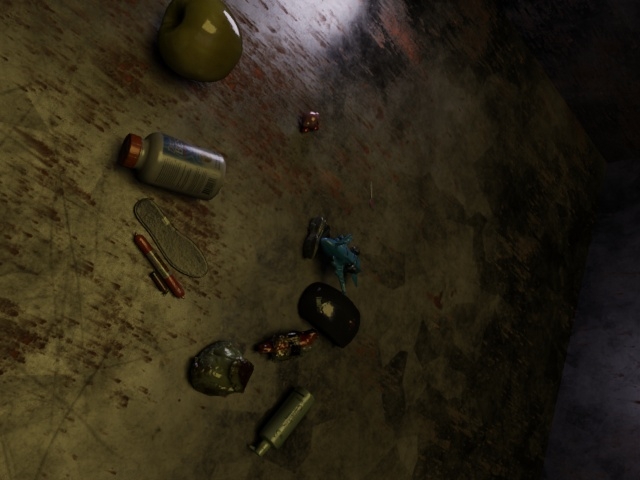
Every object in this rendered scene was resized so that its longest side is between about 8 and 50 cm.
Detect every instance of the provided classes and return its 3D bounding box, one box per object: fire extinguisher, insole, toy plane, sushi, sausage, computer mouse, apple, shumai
[{"bbox_3d":[-0.489,0.132,1.549,0.028,0.022,0.083,-28,107,3],"label":"fire extinguisher"},{"bbox_3d":[-0.462,-0.002,1.588,0.110,0.012,0.309,-46,114,-30],"label":"insole"},{"bbox_3d":[0.085,0.063,1.918,0.271,0.105,0.254,51,40,-49],"label":"toy plane"},{"bbox_3d":[-0.112,0.368,1.777,0.226,0.097,0.103,-6,84,-24],"label":"sushi"},{"bbox_3d":[-0.487,0.078,1.546,0.034,0.034,0.253,-44,112,-32],"label":"sausage"},{"bbox_3d":[0.050,0.273,1.911,0.269,0.100,0.170,44,63,-27],"label":"computer mouse"},{"bbox_3d":[-0.366,-0.628,1.575,0.262,0.262,0.262,4,83,-38],"label":"apple"},{"bbox_3d":[-0.302,0.415,1.593,0.184,0.142,0.184,6,80,-41],"label":"shumai"}]

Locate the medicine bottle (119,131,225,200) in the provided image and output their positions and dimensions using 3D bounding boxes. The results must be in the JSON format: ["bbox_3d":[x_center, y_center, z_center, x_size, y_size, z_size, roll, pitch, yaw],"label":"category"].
[{"bbox_3d":[-0.444,-0.228,1.530,0.289,0.157,0.156,16,76,-37],"label":"medicine bottle"}]

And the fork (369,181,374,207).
[{"bbox_3d":[0.215,-0.193,2.142,0.016,0.012,0.115,6,77,-42],"label":"fork"}]

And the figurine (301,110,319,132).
[{"bbox_3d":[-0.039,-0.453,1.928,0.067,0.071,0.083,36,45,17],"label":"figurine"}]

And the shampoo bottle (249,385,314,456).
[{"bbox_3d":[-0.129,0.624,1.745,0.262,0.085,0.085,-46,113,-31],"label":"shampoo bottle"}]

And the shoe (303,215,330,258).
[{"bbox_3d":[0.000,0.000,1.920,0.099,0.071,0.169,30,67,-39],"label":"shoe"}]
